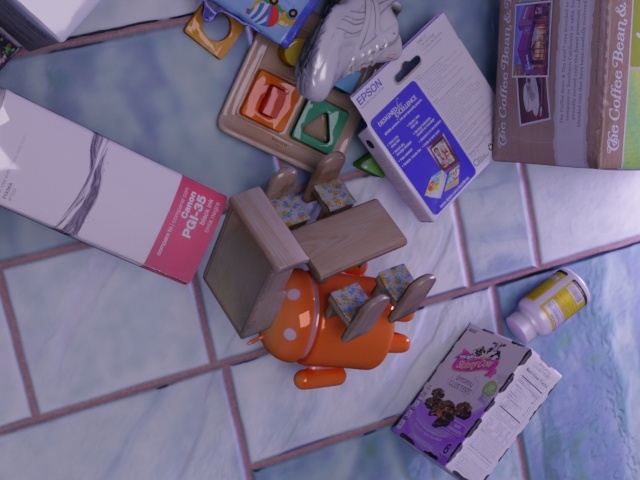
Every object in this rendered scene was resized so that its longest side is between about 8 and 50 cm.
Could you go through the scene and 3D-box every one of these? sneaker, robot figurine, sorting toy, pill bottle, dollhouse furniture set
[{"bbox_3d":[0.048,-0.250,1.405,0.115,0.090,0.232,31,56,-10],"label":"sneaker"},{"bbox_3d":[0.011,0.105,1.470,0.219,0.128,0.158,8,128,-21],"label":"robot figurine"},{"bbox_3d":[-0.018,-0.198,1.461,0.347,0.047,0.196,23,89,-21],"label":"sorting toy"},{"bbox_3d":[0.327,0.097,1.621,0.116,0.065,0.065,-36,108,-13],"label":"pill bottle"},{"bbox_3d":[0.000,0.000,1.350,0.242,0.161,0.212,-21,65,-31],"label":"dollhouse furniture set"}]

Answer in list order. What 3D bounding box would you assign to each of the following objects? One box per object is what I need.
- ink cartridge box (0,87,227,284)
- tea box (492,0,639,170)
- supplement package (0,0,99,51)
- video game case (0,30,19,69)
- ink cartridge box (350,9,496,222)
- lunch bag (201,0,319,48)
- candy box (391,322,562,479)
[{"bbox_3d":[-0.280,-0.067,1.273,0.283,0.207,0.117,27,86,-31],"label":"ink cartridge box"},{"bbox_3d":[0.424,-0.261,1.504,0.323,0.220,0.329,-3,98,-29],"label":"tea box"},{"bbox_3d":[-0.308,-0.347,1.216,0.198,0.262,0.199,43,81,-20],"label":"supplement package"},{"bbox_3d":[-0.502,-0.221,1.279,0.232,0.042,0.210,42,82,-21],"label":"video game case"},{"bbox_3d":[0.148,-0.166,1.505,0.206,0.045,0.208,-45,111,-26],"label":"ink cartridge box"},{"bbox_3d":[-0.069,-0.399,1.379,0.221,0.138,0.293,32,96,-12],"label":"lunch bag"},{"bbox_3d":[0.211,0.224,1.540,0.070,0.165,0.196,41,82,-22],"label":"candy box"}]
